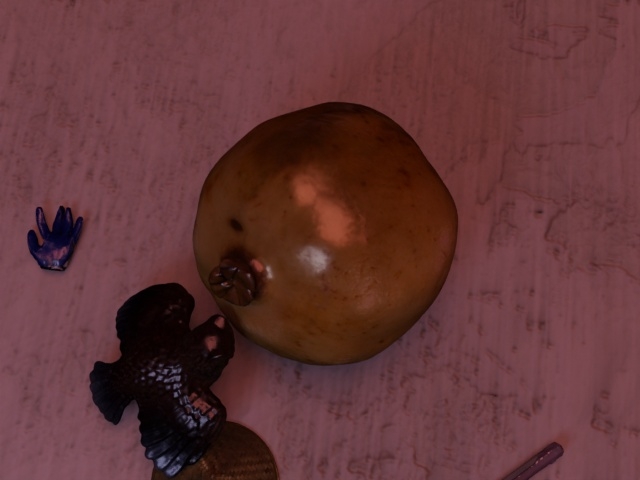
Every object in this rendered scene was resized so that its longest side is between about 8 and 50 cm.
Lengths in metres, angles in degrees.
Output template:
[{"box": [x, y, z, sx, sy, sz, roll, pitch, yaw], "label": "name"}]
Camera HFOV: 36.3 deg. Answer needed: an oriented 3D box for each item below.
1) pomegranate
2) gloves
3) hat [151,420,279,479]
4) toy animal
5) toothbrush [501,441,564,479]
[{"box": [0.008, -0.013, 1.083, 0.307, 0.307, 0.307, 1, 68, -3], "label": "pomegranate"}, {"box": [-0.324, -0.005, 1.181, 0.064, 0.026, 0.086, 9, 68, 2], "label": "gloves"}, {"box": [-0.117, 0.261, 1.065, 0.145, 0.067, 0.146, 1, 68, -3], "label": "hat"}, {"box": [-0.168, 0.139, 1.054, 0.116, 0.179, 0.219, -1, 66, -31], "label": "toy animal"}, {"box": [0.132, 0.331, 1.076, 0.354, 0.024, 0.029, -32, 79, -15], "label": "toothbrush"}]
